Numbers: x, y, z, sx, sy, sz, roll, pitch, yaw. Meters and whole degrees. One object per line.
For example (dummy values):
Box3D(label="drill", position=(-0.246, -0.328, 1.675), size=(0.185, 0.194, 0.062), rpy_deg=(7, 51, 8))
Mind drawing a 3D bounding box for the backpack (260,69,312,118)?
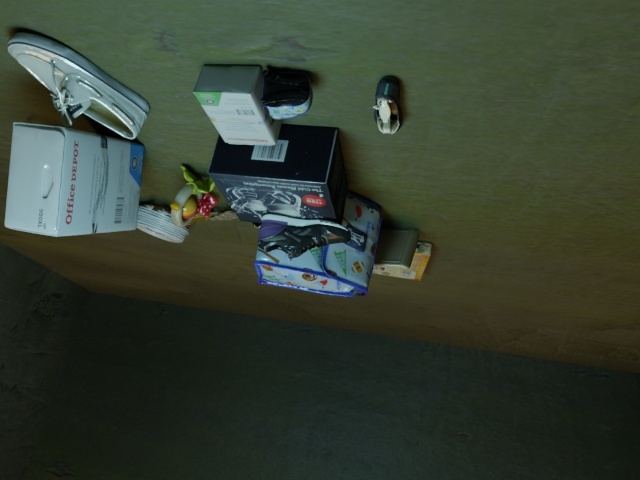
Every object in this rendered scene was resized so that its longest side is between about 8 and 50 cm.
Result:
Box3D(label="backpack", position=(-0.076, -0.344, 1.189), size=(0.114, 0.105, 0.084), rpy_deg=(0, 164, 7))

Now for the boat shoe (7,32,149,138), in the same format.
Box3D(label="boat shoe", position=(-0.640, -0.375, 1.313), size=(0.135, 0.157, 0.367), rpy_deg=(-10, 150, 41))

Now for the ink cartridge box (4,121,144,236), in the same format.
Box3D(label="ink cartridge box", position=(-0.704, -0.172, 1.478), size=(0.166, 0.286, 0.395), rpy_deg=(8, -175, 9))

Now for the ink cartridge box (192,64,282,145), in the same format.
Box3D(label="ink cartridge box", position=(-0.203, -0.338, 1.276), size=(0.154, 0.093, 0.212), rpy_deg=(6, 156, 15))

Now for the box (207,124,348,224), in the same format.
Box3D(label="box", position=(-0.108, -0.182, 1.496), size=(0.342, 0.179, 0.312), rpy_deg=(6, 159, 13))

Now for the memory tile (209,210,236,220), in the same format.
Box3D(label="memory tile", position=(-0.363, -0.099, 1.991), size=(0.113, 0.012, 0.147), rpy_deg=(-3, 172, -44))

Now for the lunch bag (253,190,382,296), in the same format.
Box3D(label="lunch bag", position=(0.000, 0.000, 1.697), size=(0.384, 0.328, 0.239), rpy_deg=(11, 158, 4))

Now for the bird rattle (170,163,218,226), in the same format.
Box3D(label="bird rattle", position=(-0.464, -0.140, 1.768), size=(0.143, 0.207, 0.254), rpy_deg=(30, 148, 1))

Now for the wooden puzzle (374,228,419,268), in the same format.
Box3D(label="wooden puzzle", position=(0.224, 0.029, 1.813), size=(0.238, 0.221, 0.044), rpy_deg=(5, 127, 20))

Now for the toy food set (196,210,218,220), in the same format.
Box3D(label="toy food set", position=(-0.499, -0.116, 2.012), size=(0.128, 0.071, 0.217), rpy_deg=(-8, 174, -32))

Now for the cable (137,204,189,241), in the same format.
Box3D(label="cable", position=(-0.685, -0.066, 2.132), size=(0.257, 0.089, 0.257), rpy_deg=(7, 161, 43))

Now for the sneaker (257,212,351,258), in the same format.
Box3D(label="sneaker", position=(-0.050, 0.004, 1.520), size=(0.282, 0.124, 0.107), rpy_deg=(6, 160, 11))

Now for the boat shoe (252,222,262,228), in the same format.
Box3D(label="boat shoe", position=(-0.250, -0.071, 2.008), size=(0.056, 0.049, 0.152), rpy_deg=(3, 157, 18))

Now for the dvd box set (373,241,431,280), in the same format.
Box3D(label="dvd box set", position=(0.229, 0.061, 2.082), size=(0.419, 0.062, 0.308), rpy_deg=(9, 158, 8))

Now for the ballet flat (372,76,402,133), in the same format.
Box3D(label="ballet flat", position=(0.160, -0.304, 1.213), size=(0.074, 0.074, 0.203), rpy_deg=(6, 158, 12))
